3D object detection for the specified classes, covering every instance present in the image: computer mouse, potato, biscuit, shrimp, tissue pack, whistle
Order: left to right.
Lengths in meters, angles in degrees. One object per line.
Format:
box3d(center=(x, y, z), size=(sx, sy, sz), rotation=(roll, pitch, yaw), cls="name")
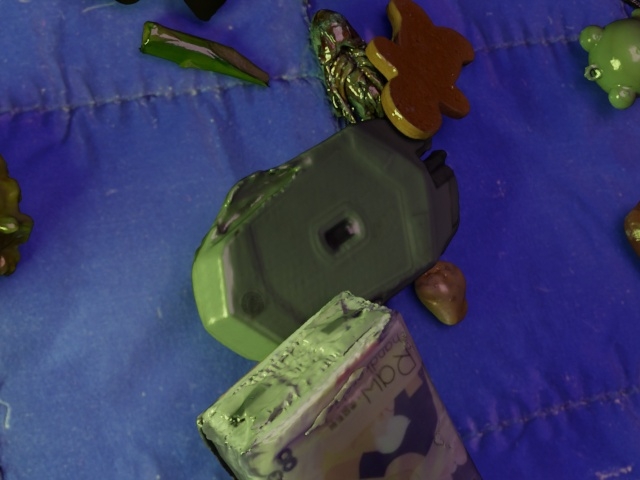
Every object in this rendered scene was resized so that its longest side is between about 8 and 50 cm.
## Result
box3d(center=(0.000, 0.000, 1.444), size=(0.429, 0.145, 0.228), rotation=(-34, 94, -33), cls="computer mouse")
box3d(center=(0.038, 0.256, 1.321), size=(0.242, 0.125, 0.344), rotation=(-41, 122, -21), cls="tissue pack")
box3d(center=(0.056, -0.204, 1.551), size=(0.090, 0.079, 0.233), rotation=(-32, 93, -18), cls="shrimp")
box3d(center=(0.129, -0.220, 1.550), size=(0.165, 0.036, 0.250), rotation=(31, 43, -17), cls="biscuit")
box3d(center=(0.161, 0.069, 1.526), size=(0.068, 0.062, 0.083), rotation=(-23, 106, -7), cls="potato")
box3d(center=(0.499, -0.284, 1.701), size=(0.288, 0.106, 0.131), rotation=(-22, 81, -21), cls="whistle")

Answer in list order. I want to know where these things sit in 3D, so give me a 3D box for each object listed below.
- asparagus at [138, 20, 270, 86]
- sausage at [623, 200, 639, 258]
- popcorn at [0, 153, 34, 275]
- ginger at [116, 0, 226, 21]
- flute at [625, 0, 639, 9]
box3d(center=(-0.146, -0.239, 1.511), size=(0.178, 0.041, 0.045), rotation=(14, 80, -15), cls="asparagus")
box3d(center=(0.496, 0.030, 1.637), size=(0.077, 0.077, 0.194), rotation=(-37, 89, -23), cls="sausage")
box3d(center=(-0.426, -0.018, 1.290), size=(0.189, 0.169, 0.218), rotation=(42, 74, -3), cls="popcorn")
box3d(center=(-0.217, -0.482, 1.461), size=(0.413, 0.358, 0.211), rotation=(1, 40, -12), cls="ginger")
box3d(center=(0.456, -0.372, 1.760), size=(0.269, 0.014, 0.014), rotation=(31, 69, -8), cls="flute")
